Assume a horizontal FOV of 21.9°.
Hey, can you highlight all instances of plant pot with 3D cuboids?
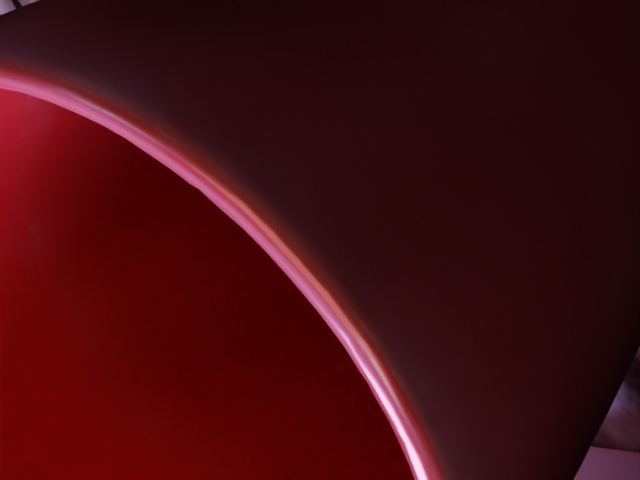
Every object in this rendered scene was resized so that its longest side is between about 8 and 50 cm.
[{"bbox_3d":[0.000,0.000,0.593,0.275,0.243,0.275,24,136,26],"label":"plant pot"}]

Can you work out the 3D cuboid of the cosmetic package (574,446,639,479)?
[{"bbox_3d":[0.161,0.206,0.759,0.099,0.060,0.239,1,122,42],"label":"cosmetic package"}]
